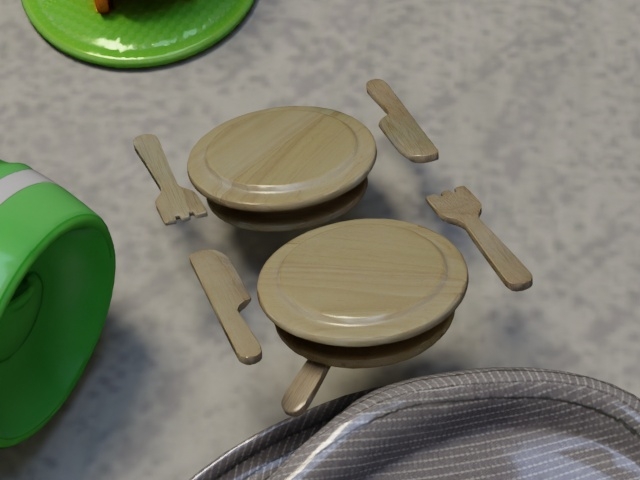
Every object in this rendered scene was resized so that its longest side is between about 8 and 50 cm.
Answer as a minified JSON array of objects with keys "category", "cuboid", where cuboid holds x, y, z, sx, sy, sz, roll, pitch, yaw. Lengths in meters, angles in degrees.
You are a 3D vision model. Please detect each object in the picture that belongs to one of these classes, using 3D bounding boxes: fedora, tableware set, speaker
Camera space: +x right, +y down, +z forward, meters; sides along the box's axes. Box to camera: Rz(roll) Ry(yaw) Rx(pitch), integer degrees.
[{"category":"fedora","cuboid":[0.045,0.137,0.628,0.276,0.124,0.243,-7,55,-3]},{"category":"tableware set","cuboid":[0.000,0.000,0.734,0.128,0.039,0.194,-14,35,-12]},{"category":"speaker","cuboid":[-0.244,-0.014,0.746,0.297,0.131,0.131,22,59,17]}]

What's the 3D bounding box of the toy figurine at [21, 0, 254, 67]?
[{"category":"toy figurine","cuboid":[-0.103,-0.203,0.850,0.130,0.159,0.173,-11,55,-5]}]
